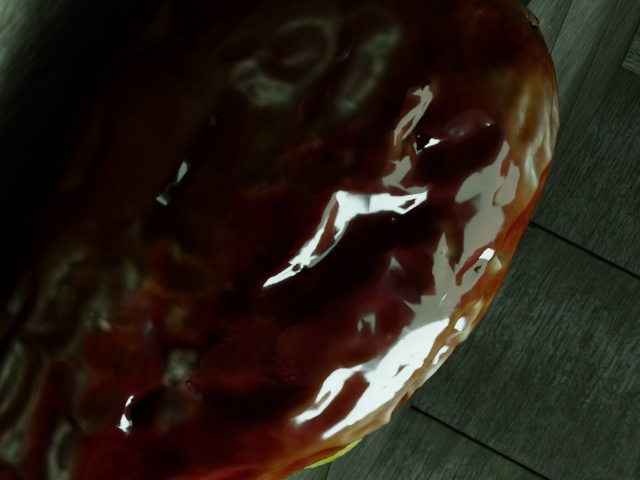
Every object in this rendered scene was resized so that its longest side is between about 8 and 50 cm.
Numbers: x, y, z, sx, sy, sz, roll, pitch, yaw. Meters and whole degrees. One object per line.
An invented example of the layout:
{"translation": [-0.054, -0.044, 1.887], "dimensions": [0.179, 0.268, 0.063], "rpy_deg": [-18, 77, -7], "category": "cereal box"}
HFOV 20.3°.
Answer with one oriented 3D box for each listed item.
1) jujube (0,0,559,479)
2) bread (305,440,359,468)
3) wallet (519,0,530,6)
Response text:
{"translation": [-0.029, -0.004, 0.744], "dimensions": [0.290, 0.197, 0.197], "rpy_deg": [-49, 173, 10], "category": "jujube"}
{"translation": [0.000, 0.000, 0.997], "dimensions": [0.270, 0.148, 0.270], "rpy_deg": [-62, 174, -11], "category": "bread"}
{"translation": [0.156, -0.200, 1.603], "dimensions": [0.244, 0.025, 0.124], "rpy_deg": [-57, 169, -20], "category": "wallet"}
